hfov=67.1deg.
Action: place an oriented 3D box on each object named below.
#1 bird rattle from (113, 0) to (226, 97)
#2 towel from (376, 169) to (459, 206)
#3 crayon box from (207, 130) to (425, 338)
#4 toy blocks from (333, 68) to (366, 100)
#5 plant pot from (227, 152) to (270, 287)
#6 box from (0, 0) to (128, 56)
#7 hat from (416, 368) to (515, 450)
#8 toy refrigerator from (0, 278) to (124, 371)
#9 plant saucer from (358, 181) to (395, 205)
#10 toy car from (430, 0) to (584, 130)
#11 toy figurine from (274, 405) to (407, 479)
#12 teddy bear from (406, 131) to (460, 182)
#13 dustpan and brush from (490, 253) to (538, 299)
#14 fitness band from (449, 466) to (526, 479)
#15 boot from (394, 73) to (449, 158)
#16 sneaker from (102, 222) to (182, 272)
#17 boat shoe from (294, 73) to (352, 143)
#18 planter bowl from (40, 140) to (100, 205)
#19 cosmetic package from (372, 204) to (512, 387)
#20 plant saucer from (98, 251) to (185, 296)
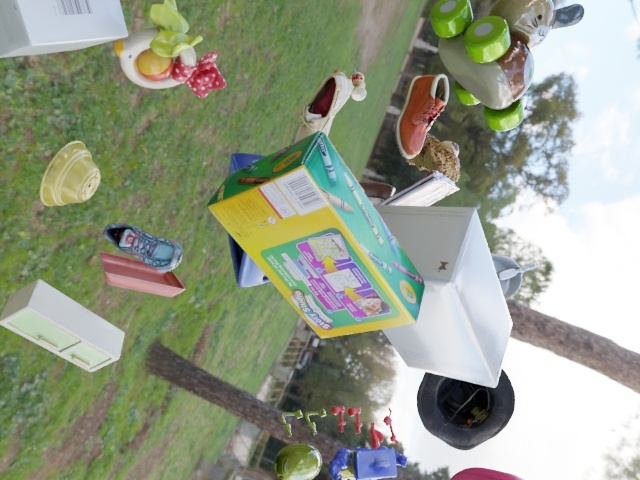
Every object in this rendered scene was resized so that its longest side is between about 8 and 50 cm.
[{"bbox_3d":[-0.342,-0.415,1.090,0.253,0.207,0.143,81,-7,-79],"label":"bird rattle"},{"bbox_3d":[0.248,-0.111,1.336,0.237,0.037,0.329,-30,169,22],"label":"towel"},{"bbox_3d":[0.002,0.010,0.655,0.165,0.278,0.081,-17,-147,35],"label":"crayon box"},{"bbox_3d":[0.094,-0.553,1.658,0.148,0.123,0.054,-91,-158,-43],"label":"toy blocks"},{"bbox_3d":[-0.100,-0.049,1.135,0.236,0.212,0.236,112,-32,-49],"label":"plant pot"},{"bbox_3d":[-0.643,-0.543,1.140,0.215,0.345,0.168,-26,118,-37],"label":"box"},{"bbox_3d":[0.442,0.485,1.536,0.134,0.331,0.331,-136,-114,-78],"label":"hat"},{"bbox_3d":[-0.629,0.220,1.192,0.269,0.102,0.094,51,20,-40],"label":"toy refrigerator"},{"bbox_3d":[0.116,-0.124,1.387,0.198,0.199,0.036,81,8,-80],"label":"plant saucer"},{"bbox_3d":[0.265,-0.272,0.632,0.188,0.149,0.155,-35,140,7],"label":"toy car"},{"bbox_3d":[0.087,0.526,1.216,0.217,0.362,0.191,147,-52,-65],"label":"toy figurine"},{"bbox_3d":[0.367,-0.310,1.633,0.113,0.245,0.338,-30,-168,-2],"label":"teddy bear"},{"bbox_3d":[0.598,0.100,1.509,0.060,0.211,0.147,-32,-107,56],"label":"dustpan and brush"},{"bbox_3d":[0.402,0.631,1.089,0.291,0.054,0.209,-25,-108,56],"label":"fitness band"},{"bbox_3d":[0.188,-0.229,0.884,0.084,0.059,0.158,14,-86,57],"label":"boot"},{"bbox_3d":[-0.526,0.018,1.404,0.104,0.262,0.125,-70,158,-6],"label":"sneaker"},{"bbox_3d":[-0.008,-0.231,0.890,0.059,0.063,0.170,-5,130,-60],"label":"boat shoe"},{"bbox_3d":[-0.727,-0.181,1.446,0.217,0.090,0.217,-64,-176,9],"label":"planter bowl"},{"bbox_3d":[0.210,0.109,0.878,0.155,0.197,0.365,-62,140,-29],"label":"cosmetic package"},{"bbox_3d":[-0.610,0.119,1.620,0.259,0.258,0.047,25,-84,59],"label":"plant saucer"}]
